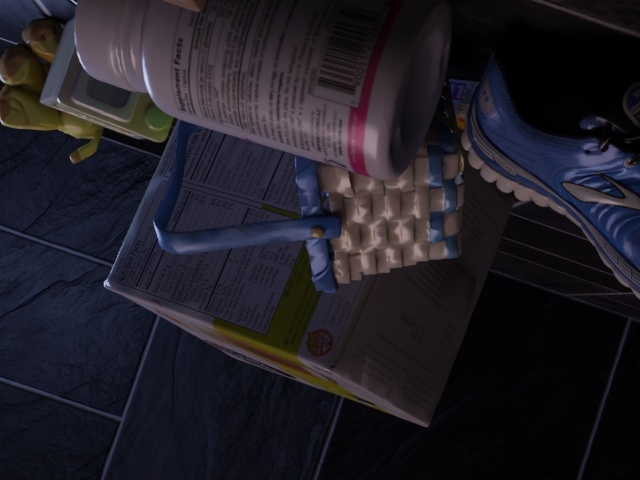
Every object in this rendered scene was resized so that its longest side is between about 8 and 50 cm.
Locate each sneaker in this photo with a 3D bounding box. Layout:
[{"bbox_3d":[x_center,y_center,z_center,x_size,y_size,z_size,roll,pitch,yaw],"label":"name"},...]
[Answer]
[{"bbox_3d":[0.255,-0.055,0.921,0.330,0.130,0.147,33,155,21],"label":"sneaker"}]

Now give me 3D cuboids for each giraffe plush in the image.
[{"bbox_3d":[-0.374,-0.224,1.725,0.210,0.181,0.170,38,-178,-18],"label":"giraffe plush"}]

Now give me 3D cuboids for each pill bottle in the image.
[{"bbox_3d":[-0.047,-0.162,0.961,0.283,0.160,0.160,18,176,16],"label":"pill bottle"}]

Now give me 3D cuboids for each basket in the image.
[{"bbox_3d":[-0.007,-0.077,1.136,0.289,0.201,0.255,-8,-145,6],"label":"basket"}]

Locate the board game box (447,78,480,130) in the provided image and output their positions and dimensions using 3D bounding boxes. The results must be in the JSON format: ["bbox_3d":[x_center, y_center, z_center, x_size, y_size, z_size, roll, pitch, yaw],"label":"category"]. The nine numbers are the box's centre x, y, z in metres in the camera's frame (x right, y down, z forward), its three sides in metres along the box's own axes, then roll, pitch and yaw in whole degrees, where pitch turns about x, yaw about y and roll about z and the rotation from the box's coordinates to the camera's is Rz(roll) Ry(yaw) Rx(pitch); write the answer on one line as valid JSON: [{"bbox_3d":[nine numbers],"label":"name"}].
[{"bbox_3d":[0.180,-0.135,1.253,0.154,0.026,0.103,22,174,-43],"label":"board game box"}]

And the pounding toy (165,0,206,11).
[{"bbox_3d":[-0.166,-0.259,0.740,0.181,0.094,0.206,23,169,22],"label":"pounding toy"}]

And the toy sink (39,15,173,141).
[{"bbox_3d":[-0.265,-0.212,1.529,0.152,0.131,0.234,20,176,-23],"label":"toy sink"}]

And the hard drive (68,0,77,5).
[{"bbox_3d":[-0.251,-0.258,1.301,0.135,0.022,0.094,37,180,12],"label":"hard drive"}]

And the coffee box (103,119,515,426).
[{"bbox_3d":[0.000,0.000,1.466,0.334,0.338,0.337,16,168,29],"label":"coffee box"}]
